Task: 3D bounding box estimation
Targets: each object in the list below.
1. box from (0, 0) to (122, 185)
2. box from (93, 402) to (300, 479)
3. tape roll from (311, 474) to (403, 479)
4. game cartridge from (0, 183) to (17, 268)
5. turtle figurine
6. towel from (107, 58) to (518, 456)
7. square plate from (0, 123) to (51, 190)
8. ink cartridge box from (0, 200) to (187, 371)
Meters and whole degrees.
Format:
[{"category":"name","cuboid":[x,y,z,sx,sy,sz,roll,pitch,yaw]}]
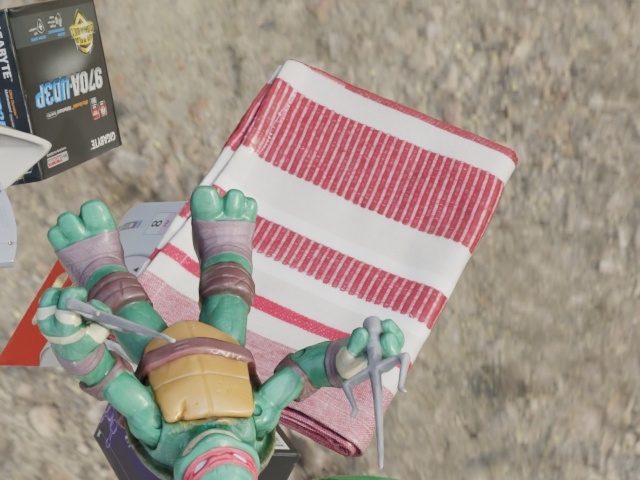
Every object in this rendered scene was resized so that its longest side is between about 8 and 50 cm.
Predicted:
[{"category":"box","cuboid":[-0.285,-0.162,1.626,0.051,0.220,0.175,-7,100,16]},{"category":"box","cuboid":[-0.154,0.245,1.854,0.261,0.103,0.184,48,123,46]},{"category":"tape roll","cuboid":[0.072,0.339,1.323,0.321,0.321,0.077,19,45,13]},{"category":"game cartridge","cuboid":[-0.265,-0.013,1.204,0.056,0.017,0.083,-7,60,-20]},{"category":"turtle figurine","cuboid":[-0.062,0.059,0.777,0.175,0.118,0.234,8,29,-23]},{"category":"towel","cuboid":[0.000,0.000,1.302,0.237,0.037,0.329,24,59,12]},{"category":"square plate","cuboid":[-0.430,-0.016,1.193,0.344,0.347,0.049,-37,69,15]},{"category":"ink cartridge box","cuboid":[-0.240,0.047,1.629,0.232,0.066,0.189,2,52,37]}]
